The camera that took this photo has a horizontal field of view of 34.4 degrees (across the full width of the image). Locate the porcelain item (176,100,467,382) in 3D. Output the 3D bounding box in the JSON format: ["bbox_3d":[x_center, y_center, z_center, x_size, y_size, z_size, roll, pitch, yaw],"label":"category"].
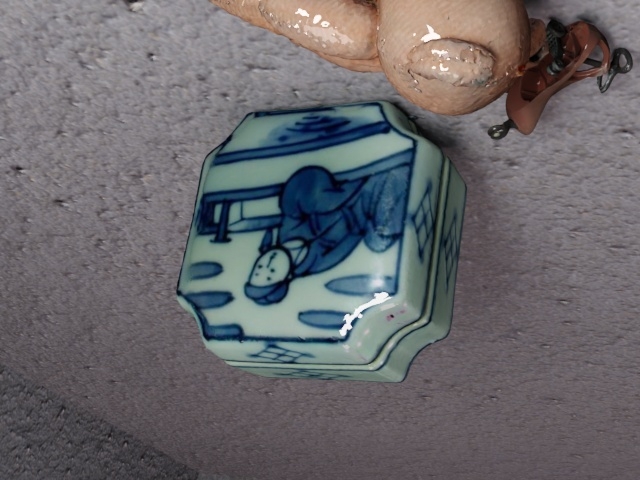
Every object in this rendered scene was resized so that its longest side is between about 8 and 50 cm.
[{"bbox_3d":[0.000,0.000,1.104,0.281,0.286,0.157,0,159,31],"label":"porcelain item"}]

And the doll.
[{"bbox_3d":[0.036,-0.211,0.842,0.303,0.156,0.201,24,-158,18],"label":"doll"}]

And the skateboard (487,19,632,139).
[{"bbox_3d":[0.219,-0.147,0.957,0.080,0.067,0.151,11,154,-20],"label":"skateboard"}]
